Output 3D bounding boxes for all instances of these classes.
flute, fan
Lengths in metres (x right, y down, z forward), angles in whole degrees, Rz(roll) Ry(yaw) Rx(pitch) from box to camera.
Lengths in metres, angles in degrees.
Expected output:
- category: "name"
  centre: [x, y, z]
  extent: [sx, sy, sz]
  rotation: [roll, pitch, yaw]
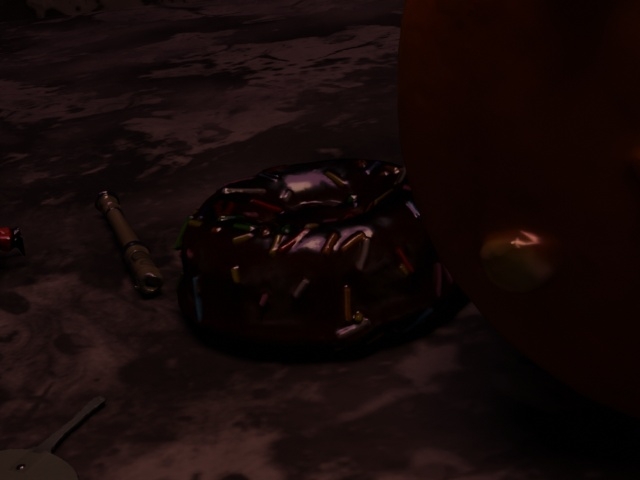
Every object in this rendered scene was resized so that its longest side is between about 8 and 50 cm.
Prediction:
- category: "flute"
  centre: [-0.176, -0.002, 0.876]
  extent: [0.027, 0.027, 0.233]
  rotation: [-14, 23, -17]
- category: "fan"
  centre: [-0.179, 0.138, 0.563]
  extent: [0.113, 0.005, 0.175]
  rotation: [4, 24, 25]

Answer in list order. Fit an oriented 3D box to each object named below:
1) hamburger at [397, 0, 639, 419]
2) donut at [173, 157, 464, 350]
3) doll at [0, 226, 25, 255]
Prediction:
- category: "hamburger"
  centre: [0.237, -0.074, 0.513]
  extent: [0.396, 0.395, 0.277]
  rotation: [3, 24, 22]
- category: "donut"
  centre: [0.000, 0.000, 0.742]
  extent: [0.235, 0.089, 0.235]
  rotation: [-7, 21, 3]
- category: "doll"
  centre: [-0.353, 0.009, 0.856]
  extent: [0.169, 0.057, 0.109]
  rotation: [-15, 22, -18]
